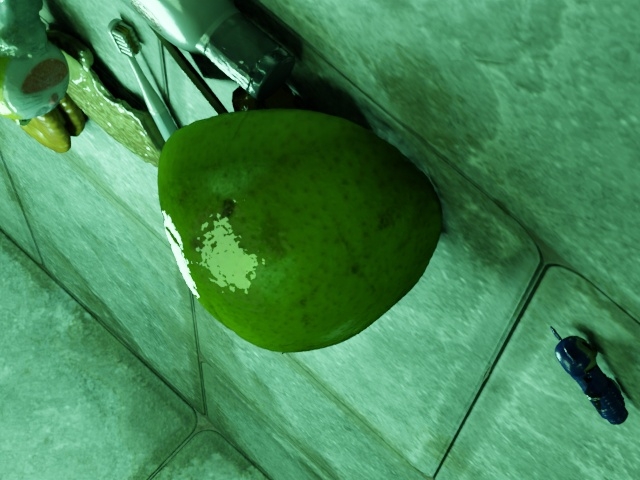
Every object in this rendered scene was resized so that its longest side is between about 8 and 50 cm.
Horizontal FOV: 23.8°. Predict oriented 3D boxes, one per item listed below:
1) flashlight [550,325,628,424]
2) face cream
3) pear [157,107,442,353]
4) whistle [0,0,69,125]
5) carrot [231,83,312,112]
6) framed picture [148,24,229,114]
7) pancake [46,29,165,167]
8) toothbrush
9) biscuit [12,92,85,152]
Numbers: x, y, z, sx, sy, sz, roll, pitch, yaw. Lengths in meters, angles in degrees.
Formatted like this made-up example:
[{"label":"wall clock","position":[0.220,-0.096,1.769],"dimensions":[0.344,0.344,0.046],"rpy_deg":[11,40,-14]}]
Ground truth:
[{"label":"flashlight","position":[0.256,0.127,1.422],"dimensions":[0.121,0.035,0.057],"rpy_deg":[50,-173,-29]},{"label":"face cream","position":[-0.146,-0.240,1.426],"dimensions":[0.291,0.071,0.144],"rpy_deg":[41,170,11]},{"label":"pear","position":[-0.003,0.000,1.440],"dimensions":[0.239,0.139,0.288],"rpy_deg":[-25,121,34]},{"label":"whistle","position":[-0.364,-0.235,1.858],"dimensions":[0.123,0.123,0.223],"rpy_deg":[34,134,33]},{"label":"carrot","position":[-0.003,-0.069,1.507],"dimensions":[0.229,0.069,0.069],"rpy_deg":[51,163,-25]},{"label":"framed picture","position":[-0.129,-0.168,1.539],"dimensions":[0.136,0.010,0.201],"rpy_deg":[51,-179,-37]},{"label":"pancake","position":[-0.283,-0.181,1.965],"dimensions":[0.235,0.029,0.212],"rpy_deg":[49,164,-12]},{"label":"toothbrush","position":[-0.187,-0.145,1.835],"dimensions":[0.030,0.025,0.342],"rpy_deg":[31,158,32]},{"label":"biscuit","position":[-0.421,-0.217,2.148],"dimensions":[0.220,0.066,0.220],"rpy_deg":[42,167,12]}]
